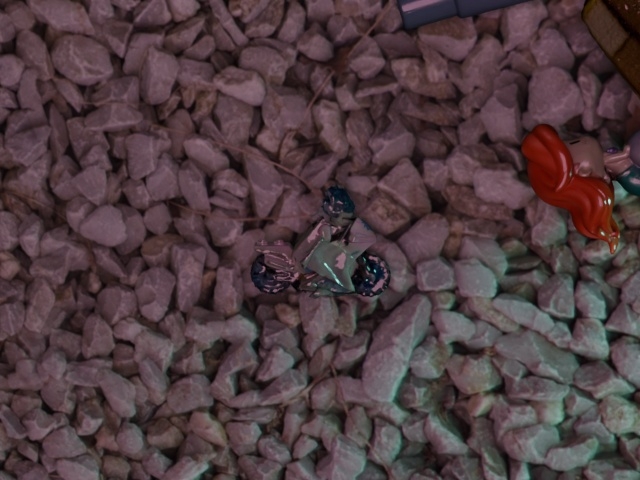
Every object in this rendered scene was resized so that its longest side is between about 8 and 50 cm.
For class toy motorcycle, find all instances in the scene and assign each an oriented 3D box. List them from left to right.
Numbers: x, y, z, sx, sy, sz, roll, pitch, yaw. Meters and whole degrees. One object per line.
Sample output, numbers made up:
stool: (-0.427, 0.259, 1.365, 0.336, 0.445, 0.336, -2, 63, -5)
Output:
toy motorcycle: (0.000, -0.002, 1.855, 0.239, 0.108, 0.204, -3, 107, -13)

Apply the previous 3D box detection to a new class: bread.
bread: (0.517, -0.329, 1.650, 0.222, 0.096, 0.181, 58, 142, 14)

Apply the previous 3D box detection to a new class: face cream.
face cream: (0.312, -0.431, 1.730, 0.385, 0.086, 0.136, -17, 101, 7)

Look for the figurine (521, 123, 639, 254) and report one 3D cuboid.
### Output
figurine: (0.466, -0.103, 1.725, 0.257, 0.181, 0.208, -12, 128, 18)
